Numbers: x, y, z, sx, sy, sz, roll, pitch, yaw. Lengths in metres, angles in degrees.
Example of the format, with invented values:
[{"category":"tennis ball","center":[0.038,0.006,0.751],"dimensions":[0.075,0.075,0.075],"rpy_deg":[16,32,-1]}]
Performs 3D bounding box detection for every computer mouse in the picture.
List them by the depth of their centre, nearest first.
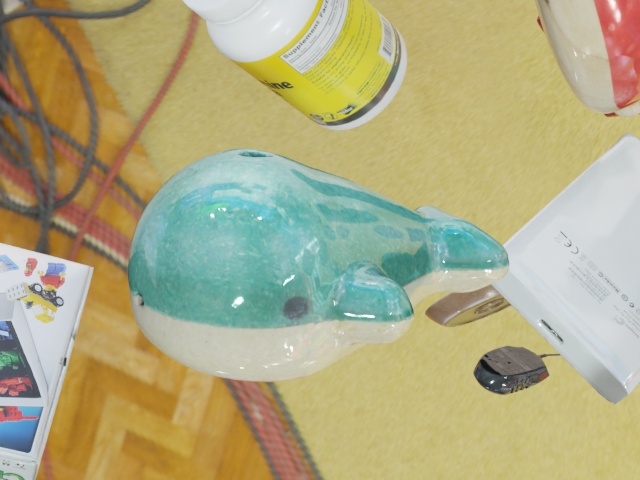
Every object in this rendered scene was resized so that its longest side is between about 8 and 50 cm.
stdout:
[{"category":"computer mouse","center":[0.314,0.171,1.652],"dimensions":[0.071,0.242,0.041],"rpy_deg":[42,134,50]}]

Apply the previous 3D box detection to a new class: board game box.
[{"category":"board game box","center":[-0.352,0.069,0.936],"dimensions":[0.305,0.193,0.053],"rpy_deg":[15,140,-9]}]

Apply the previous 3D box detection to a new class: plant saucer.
[{"category":"plant saucer","center":[0.222,0.077,1.582],"dimensions":[0.168,0.168,0.029],"rpy_deg":[-30,73,25]}]

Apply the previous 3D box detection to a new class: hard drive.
[{"category":"hard drive","center":[0.340,0.021,1.339],"dimensions":[0.203,0.307,0.040],"rpy_deg":[46,141,8]}]

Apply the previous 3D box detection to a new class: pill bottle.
[{"category":"pill bottle","center":[-0.038,-0.303,1.661],"dimensions":[0.188,0.334,0.188],"rpy_deg":[-17,59,31]}]

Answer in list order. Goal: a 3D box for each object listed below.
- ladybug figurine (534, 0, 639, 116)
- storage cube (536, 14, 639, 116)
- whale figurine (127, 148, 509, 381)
[{"category":"ladybug figurine","center":[0.316,-0.346,1.273],"dimensions":[0.162,0.305,0.449],"rpy_deg":[-5,119,26]},{"category":"storage cube","center":[0.453,-0.300,1.624],"dimensions":[0.183,0.193,0.215],"rpy_deg":[-45,109,-16]},{"category":"whale figurine","center":[0.000,0.000,0.830],"dimensions":[0.216,0.272,0.141],"rpy_deg":[31,127,58]}]
